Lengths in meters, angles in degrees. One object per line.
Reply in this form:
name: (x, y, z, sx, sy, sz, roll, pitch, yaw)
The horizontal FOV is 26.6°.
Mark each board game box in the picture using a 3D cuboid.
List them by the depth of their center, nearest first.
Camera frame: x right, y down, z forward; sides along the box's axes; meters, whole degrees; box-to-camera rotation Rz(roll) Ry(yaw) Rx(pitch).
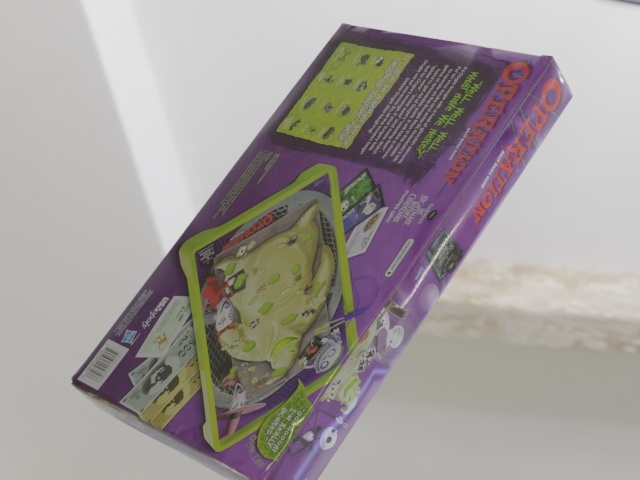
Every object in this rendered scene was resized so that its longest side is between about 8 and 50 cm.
board game box: (0.000, 0.000, 0.934, 0.208, 0.347, 0.056, 16, -26, 48)
